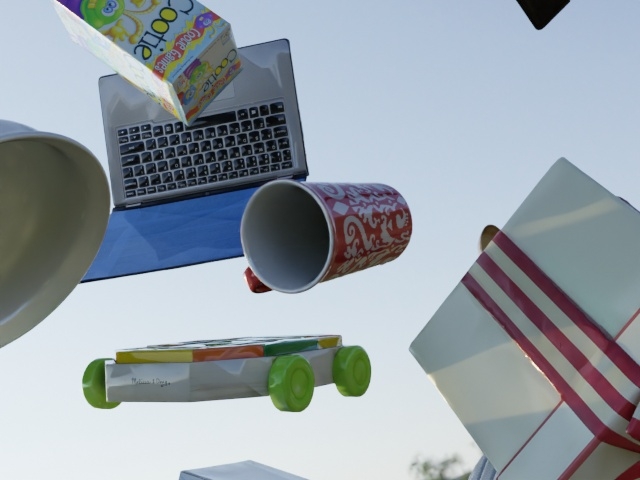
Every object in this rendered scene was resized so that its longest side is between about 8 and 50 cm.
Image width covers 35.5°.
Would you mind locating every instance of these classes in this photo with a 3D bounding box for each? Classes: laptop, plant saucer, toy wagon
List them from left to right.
[{"bbox_3d":[-0.234,-0.149,1.750,0.382,0.407,0.236,-9,-5,11],"label":"laptop"},{"bbox_3d":[-0.080,0.142,1.109,0.267,0.068,0.344,-5,-3,32],"label":"toy wagon"},{"bbox_3d":[0.224,0.021,1.289,0.015,0.083,0.083,-20,-12,36],"label":"plant saucer"}]

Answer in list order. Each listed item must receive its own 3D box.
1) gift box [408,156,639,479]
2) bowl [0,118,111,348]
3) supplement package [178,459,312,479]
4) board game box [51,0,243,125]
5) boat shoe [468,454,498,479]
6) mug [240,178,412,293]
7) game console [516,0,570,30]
[{"bbox_3d":[0.253,0.132,0.812,0.255,0.258,0.276,24,-75,-30],"label":"gift box"},{"bbox_3d":[-0.383,-0.019,1.063,0.298,0.134,0.298,-37,-31,-26],"label":"bowl"},{"bbox_3d":[-0.066,0.337,0.975,0.149,0.203,0.194,15,-5,18],"label":"supplement package"},{"bbox_3d":[-0.283,-0.341,1.640,0.144,0.275,0.142,-49,-17,-14],"label":"board game box"},{"bbox_3d":[0.264,0.252,1.173,0.109,0.094,0.302,-19,28,52],"label":"boat shoe"},{"bbox_3d":[0.000,-0.010,1.049,0.150,0.113,0.169,-9,1,37],"label":"mug"},{"bbox_3d":[0.305,-0.378,1.399,0.071,0.107,0.122,-20,-41,28],"label":"game console"}]
